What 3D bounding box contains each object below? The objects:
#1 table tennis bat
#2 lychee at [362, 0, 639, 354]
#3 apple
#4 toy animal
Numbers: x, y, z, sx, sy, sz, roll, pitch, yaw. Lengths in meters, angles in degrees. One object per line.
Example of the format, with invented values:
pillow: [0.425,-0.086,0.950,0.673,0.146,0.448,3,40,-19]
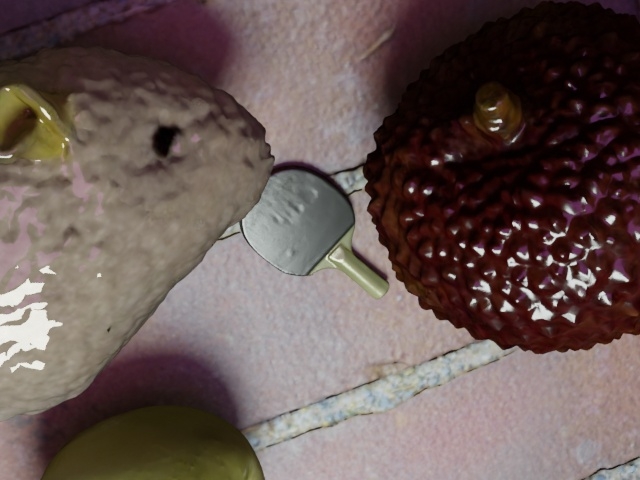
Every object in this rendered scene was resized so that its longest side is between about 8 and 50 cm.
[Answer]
table tennis bat: [0.000,0.000,1.095,0.156,0.013,0.087,40,97,-25]
lychee: [0.175,-0.044,0.988,0.276,0.275,0.304,-41,144,4]
apple: [-0.137,0.229,1.064,0.200,0.200,0.200,-6,114,-13]
toy animal: [-0.218,-0.003,0.932,0.358,0.188,0.226,-49,123,-5]
